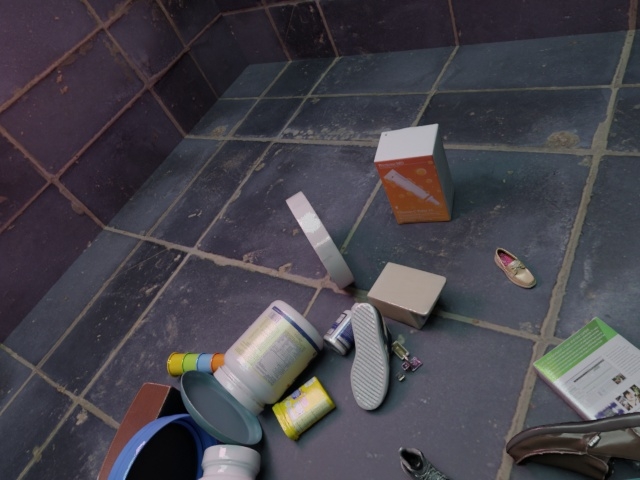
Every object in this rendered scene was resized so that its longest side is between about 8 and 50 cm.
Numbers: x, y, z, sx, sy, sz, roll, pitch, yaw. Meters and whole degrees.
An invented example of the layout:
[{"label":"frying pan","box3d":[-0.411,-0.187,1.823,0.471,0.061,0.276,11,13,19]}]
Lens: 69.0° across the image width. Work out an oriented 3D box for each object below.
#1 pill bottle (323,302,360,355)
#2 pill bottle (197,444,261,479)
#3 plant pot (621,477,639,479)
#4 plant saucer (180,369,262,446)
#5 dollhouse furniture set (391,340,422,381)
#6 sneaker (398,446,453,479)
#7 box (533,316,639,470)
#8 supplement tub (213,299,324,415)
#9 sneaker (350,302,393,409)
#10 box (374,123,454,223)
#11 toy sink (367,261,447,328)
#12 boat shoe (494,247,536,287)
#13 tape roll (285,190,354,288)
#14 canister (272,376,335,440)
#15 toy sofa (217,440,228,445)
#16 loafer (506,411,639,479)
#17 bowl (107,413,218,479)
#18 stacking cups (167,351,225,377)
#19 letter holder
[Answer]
[{"label":"pill bottle","box3d":[0.095,0.299,1.593,0.094,0.094,0.169,25,66,41]},{"label":"pill bottle","box3d":[-0.270,0.777,1.274,0.210,0.210,0.363,-14,46,17]},{"label":"plant pot","box3d":[0.588,0.617,0.911,0.292,0.293,0.235,-18,60,13]},{"label":"plant saucer","box3d":[-0.318,0.531,1.458,0.044,0.317,0.317,-49,45,0]},{"label":"dollhouse furniture set","box3d":[0.242,0.363,1.464,0.091,0.081,0.114,-38,44,-8]},{"label":"sneaker","box3d":[0.283,0.610,1.181,0.228,0.132,0.086,25,66,42]},{"label":"box","box3d":[0.755,0.377,1.194,0.232,0.059,0.322,-34,45,-4]},{"label":"supplement tub","box3d":[-0.171,0.388,1.554,0.325,0.235,0.235,-47,46,-16]},{"label":"sneaker","box3d":[0.170,0.365,1.482,0.126,0.127,0.322,-6,75,25]},{"label":"box","box3d":[0.364,-0.239,1.755,0.214,0.345,0.169,-3,50,27]},{"label":"toy sink","box3d":[0.305,0.191,1.553,0.234,0.131,0.153,13,58,42]},{"label":"boat shoe","box3d":[0.630,0.087,1.521,0.063,0.059,0.170,-35,43,-4]},{"label":"tape roll","box3d":[0.000,0.000,1.705,0.071,0.392,0.392,-31,43,-1]},{"label":"canister","box3d":[-0.052,0.531,1.479,0.169,0.073,0.126,-36,44,-7]},{"label":"toy sofa","box3d":[-0.485,0.692,1.512,0.362,0.150,0.177,-43,43,-12]},{"label":"loafer","box3d":[0.612,0.487,1.073,0.365,0.133,0.130,-28,53,33]},{"label":"bowl","box3d":[-0.438,0.692,1.311,0.077,0.391,0.392,-1,51,27]},{"label":"stacking cups","box3d":[-0.413,0.453,1.735,0.315,0.096,0.096,-10,47,19]},{"label":"letter holder","box3d":[-0.551,0.600,1.414,0.214,0.152,0.302,0,53,27]}]
